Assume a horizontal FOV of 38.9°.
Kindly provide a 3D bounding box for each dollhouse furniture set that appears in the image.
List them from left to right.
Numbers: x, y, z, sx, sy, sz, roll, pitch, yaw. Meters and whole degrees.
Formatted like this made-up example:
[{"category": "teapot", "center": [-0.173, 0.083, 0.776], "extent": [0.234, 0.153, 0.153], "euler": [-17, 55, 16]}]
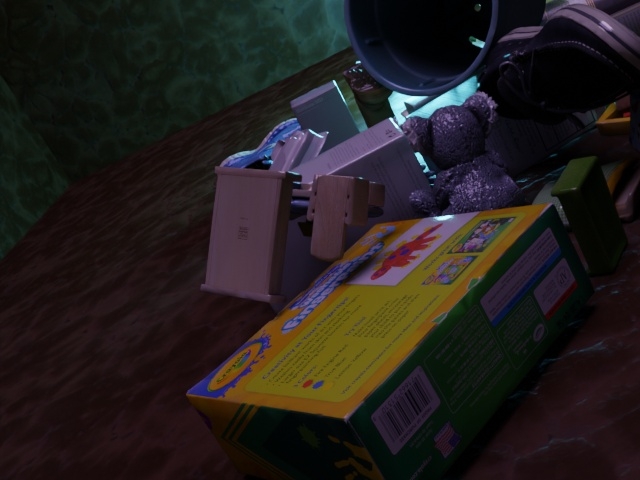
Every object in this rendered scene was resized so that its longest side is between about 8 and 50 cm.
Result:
[{"category": "dollhouse furniture set", "center": [0.000, 0.000, 1.480], "extent": [0.286, 0.198, 0.303], "euler": [7, 1, 32]}, {"category": "dollhouse furniture set", "center": [0.388, -0.080, 1.436], "extent": [0.198, 0.151, 0.301], "euler": [-11, 27, 41]}]

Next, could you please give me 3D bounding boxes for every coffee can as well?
[{"category": "coffee can", "center": [0.602, -0.477, 2.028], "extent": [0.275, 0.201, 0.201], "euler": [-23, 21, 18]}]

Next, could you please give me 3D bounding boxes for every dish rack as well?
[{"category": "dish rack", "center": [-0.106, -0.103, 1.997], "extent": [0.332, 0.072, 0.285], "euler": [-62, 11, -2]}]

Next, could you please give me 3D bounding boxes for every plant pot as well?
[{"category": "plant pot", "center": [0.283, -0.488, 1.862], "extent": [0.341, 0.341, 0.334], "euler": [-11, 8, 40]}]

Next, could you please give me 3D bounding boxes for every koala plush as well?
[{"category": "koala plush", "center": [0.250, -0.139, 1.589], "extent": [0.196, 0.221, 0.203], "euler": [-18, 10, -6]}]

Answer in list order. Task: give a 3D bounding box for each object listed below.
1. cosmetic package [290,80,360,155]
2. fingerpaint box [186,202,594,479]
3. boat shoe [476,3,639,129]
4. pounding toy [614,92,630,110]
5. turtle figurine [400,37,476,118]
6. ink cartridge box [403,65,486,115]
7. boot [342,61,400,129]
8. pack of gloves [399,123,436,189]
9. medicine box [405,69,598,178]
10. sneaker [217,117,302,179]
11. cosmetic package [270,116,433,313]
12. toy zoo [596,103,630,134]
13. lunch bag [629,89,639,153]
[{"category": "cosmetic package", "center": [0.032, -0.255, 2.205], "extent": [0.127, 0.238, 0.107], "euler": [-28, 20, 5]}, {"category": "fingerpaint box", "center": [0.097, 0.146, 1.258], "extent": [0.445, 0.163, 0.371], "euler": [-41, 20, -32]}, {"category": "boat shoe", "center": [0.391, -0.271, 1.494], "extent": [0.156, 0.187, 0.500], "euler": [-55, 13, 0]}, {"category": "pounding toy", "center": [0.560, -0.338, 1.747], "extent": [0.100, 0.141, 0.130], "euler": [-23, 21, 19]}, {"category": "turtle figurine", "center": [0.336, -0.359, 2.174], "extent": [0.266, 0.275, 0.198], "euler": [-52, 20, 9]}, {"category": "ink cartridge box", "center": [0.316, -0.291, 2.039], "extent": [0.208, 0.153, 0.087], "euler": [-28, 20, -1]}, {"category": "boot", "center": [0.151, -0.252, 2.000], "extent": [0.089, 0.269, 0.236], "euler": [-25, 24, 2]}, {"category": "pack of gloves", "center": [0.116, -0.129, 1.890], "extent": [0.232, 0.195, 0.046], "euler": [-19, 45, 28]}, {"category": "medicine box", "center": [0.366, -0.246, 1.867], "extent": [0.289, 0.149, 0.263], "euler": [-31, 20, -6]}, {"category": "sneaker", "center": [-0.124, -0.222, 2.546], "extent": [0.330, 0.129, 0.147], "euler": [-34, 35, -4]}, {"category": "cosmetic package", "center": [0.026, -0.049, 1.763], "extent": [0.385, 0.217, 0.156], "euler": [-25, 21, 5]}, {"category": "toy zoo", "center": [0.653, -0.264, 1.697], "extent": [0.192, 0.030, 0.293], "euler": [-40, 22, -27]}, {"category": "lunch bag", "center": [0.615, -0.168, 1.351], "extent": [0.243, 0.114, 0.303], "euler": [-6, 22, -2]}]
